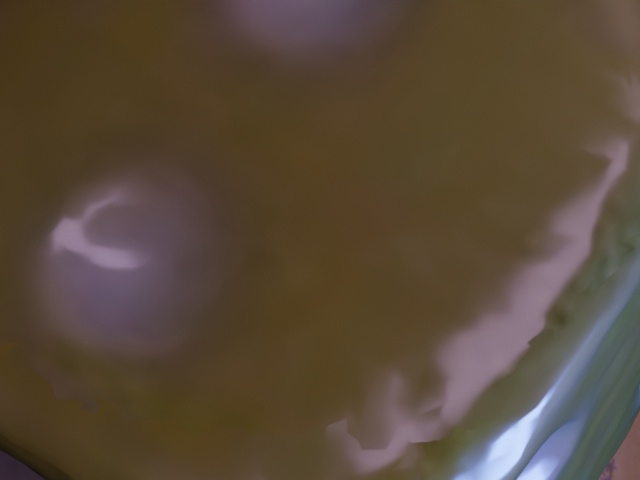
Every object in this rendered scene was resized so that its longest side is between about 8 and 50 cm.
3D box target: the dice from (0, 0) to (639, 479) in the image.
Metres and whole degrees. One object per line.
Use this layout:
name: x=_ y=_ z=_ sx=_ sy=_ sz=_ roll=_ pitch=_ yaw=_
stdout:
dice: x=0.000 y=0.000 z=0.591 sx=0.227 sy=0.238 sz=0.233 roll=31 pitch=80 yaw=18

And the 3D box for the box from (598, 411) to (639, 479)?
box: x=0.192 y=0.134 z=0.714 sx=0.237 sy=0.070 sz=0.152 roll=16 pitch=75 yaw=-4
